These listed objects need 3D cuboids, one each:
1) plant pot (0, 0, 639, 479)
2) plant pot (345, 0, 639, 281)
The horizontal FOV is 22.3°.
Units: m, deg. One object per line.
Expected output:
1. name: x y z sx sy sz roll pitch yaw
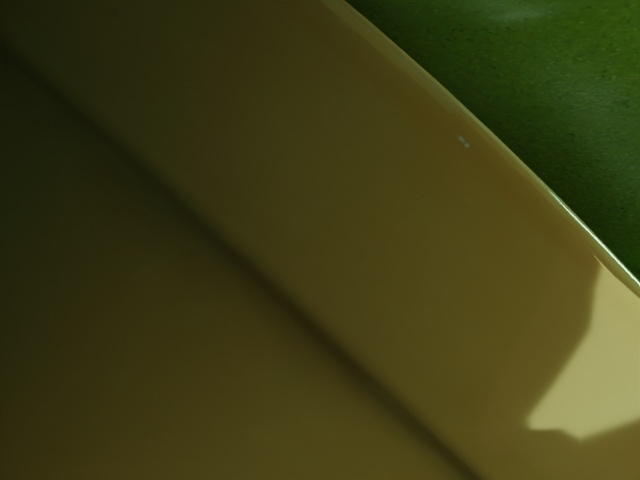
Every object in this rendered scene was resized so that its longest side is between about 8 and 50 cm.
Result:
1. plant pot: -0.043 0.048 0.498 0.203 0.291 0.291 -48 162 -4
2. plant pot: 0.112 -0.167 0.559 0.353 0.366 0.366 14 103 -61
